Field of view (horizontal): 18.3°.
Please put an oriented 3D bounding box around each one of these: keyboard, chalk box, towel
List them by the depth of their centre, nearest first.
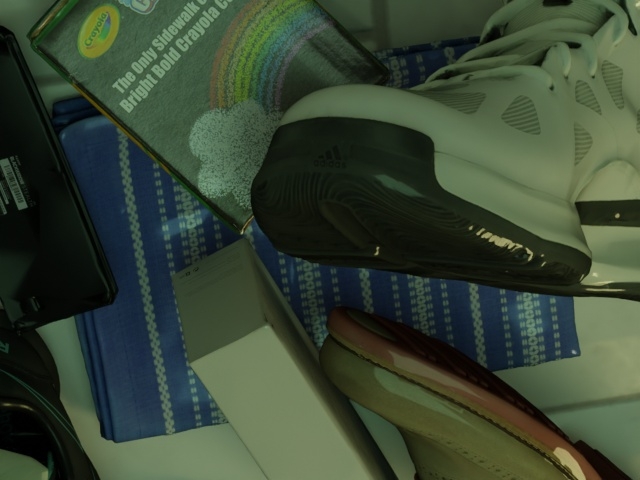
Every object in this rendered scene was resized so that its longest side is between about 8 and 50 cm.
[{"bbox_3d":[-0.086,-0.125,1.158,0.213,0.132,0.132,44,90,-10],"label":"chalk box"},{"bbox_3d":[-0.201,-0.036,1.241,0.100,0.038,0.192,-17,107,7],"label":"keyboard"},{"bbox_3d":[0.000,0.000,1.294,0.336,0.040,0.243,-10,112,-6],"label":"towel"}]

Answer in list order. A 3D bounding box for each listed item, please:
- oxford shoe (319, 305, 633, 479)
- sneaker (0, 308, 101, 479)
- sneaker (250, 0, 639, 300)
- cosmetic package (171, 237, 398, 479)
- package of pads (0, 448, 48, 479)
[{"bbox_3d":[0.112,0.168,1.302,0.348,0.123,0.130,38,92,-28],"label":"oxford shoe"},{"bbox_3d":[-0.186,0.178,1.293,0.101,0.106,0.267,-23,113,-2],"label":"sneaker"},{"bbox_3d":[0.105,-0.104,1.112,0.169,0.447,0.257,4,87,28],"label":"sneaker"},{"bbox_3d":[-0.013,0.120,1.272,0.060,0.099,0.239,-28,124,5],"label":"cosmetic package"},{"bbox_3d":[-0.332,0.210,1.230,0.296,0.101,0.229,16,119,4],"label":"package of pads"}]
